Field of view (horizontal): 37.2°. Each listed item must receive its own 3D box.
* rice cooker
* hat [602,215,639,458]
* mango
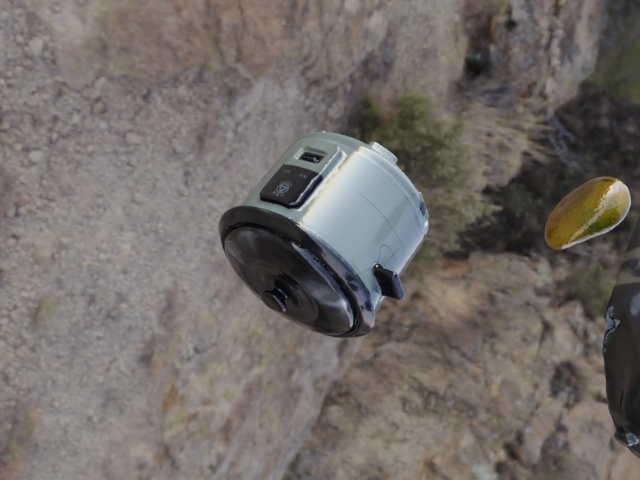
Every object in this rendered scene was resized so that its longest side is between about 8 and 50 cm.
[{"bbox_3d":[0.000,0.000,1.241,0.227,0.280,0.241,-52,144,-26],"label":"rice cooker"},{"bbox_3d":[0.510,0.112,1.000,0.366,0.382,0.257,44,55,-30],"label":"hat"},{"bbox_3d":[0.318,-0.031,1.139,0.114,0.079,0.057,-41,113,8],"label":"mango"}]
